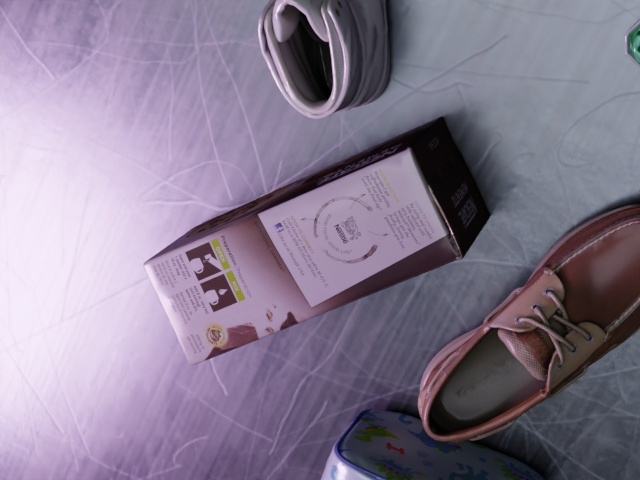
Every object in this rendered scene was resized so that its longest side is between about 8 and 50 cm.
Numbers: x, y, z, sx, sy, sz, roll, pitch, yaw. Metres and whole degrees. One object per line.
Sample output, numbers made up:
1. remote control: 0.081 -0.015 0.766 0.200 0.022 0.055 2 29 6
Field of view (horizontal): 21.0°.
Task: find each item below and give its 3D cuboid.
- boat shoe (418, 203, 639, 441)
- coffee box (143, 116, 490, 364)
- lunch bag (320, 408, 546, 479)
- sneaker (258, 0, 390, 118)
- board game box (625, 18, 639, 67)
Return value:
1. boat shoe: 0.222 0.095 1.685 0.123 0.116 0.324 44 110 1
2. coffee box: 0.000 0.000 1.696 0.297 0.168 0.119 -23 97 20
3. lunch bag: 0.110 0.257 1.725 0.219 0.176 0.090 21 108 9
4. sneaker: 0.003 -0.261 1.630 0.108 0.169 0.292 -6 101 18
5. board game box: 0.544 -0.177 1.565 0.390 0.050 0.390 45 110 1
